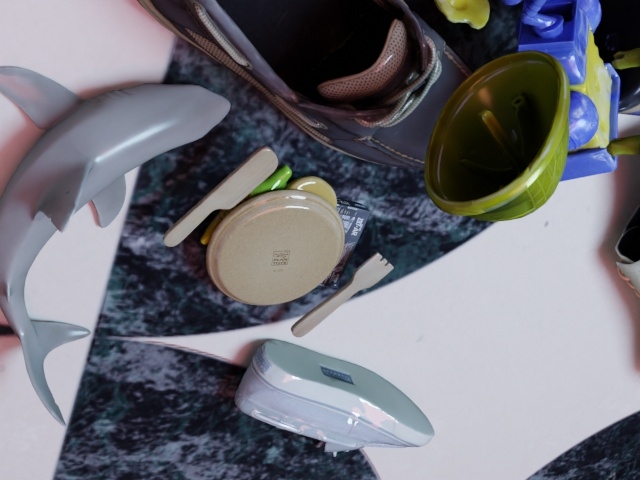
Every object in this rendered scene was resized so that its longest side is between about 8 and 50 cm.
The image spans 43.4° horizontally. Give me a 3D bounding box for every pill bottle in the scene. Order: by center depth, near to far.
[{"bbox_3d":[0.342,-0.172,0.741,0.219,0.123,0.122,-1,118,-28],"label":"pill bottle"}]

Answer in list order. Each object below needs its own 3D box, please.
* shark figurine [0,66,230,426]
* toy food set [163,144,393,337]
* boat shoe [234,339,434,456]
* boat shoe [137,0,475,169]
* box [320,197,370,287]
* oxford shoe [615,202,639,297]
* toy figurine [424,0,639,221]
[{"bbox_3d":[-0.191,-0.007,0.583,0.166,0.116,0.278,23,104,-33],"label":"shark figurine"},{"bbox_3d":[-0.036,0.001,0.694,0.132,0.038,0.192,-39,131,10],"label":"toy food set"},{"bbox_3d":[0.014,0.172,0.814,0.227,0.079,0.081,27,110,-29],"label":"boat shoe"},{"bbox_3d":[0.018,-0.129,0.601,0.355,0.130,0.132,22,106,-34],"label":"boat shoe"},{"bbox_3d":[0.000,0.000,0.737,0.067,0.018,0.083,10,113,-31],"label":"box"},{"bbox_3d":[0.405,0.030,0.912,0.147,0.140,0.397,0,129,11],"label":"oxford shoe"},{"bbox_3d":[0.204,-0.108,0.591,0.191,0.362,0.217,-6,141,26],"label":"toy figurine"}]
